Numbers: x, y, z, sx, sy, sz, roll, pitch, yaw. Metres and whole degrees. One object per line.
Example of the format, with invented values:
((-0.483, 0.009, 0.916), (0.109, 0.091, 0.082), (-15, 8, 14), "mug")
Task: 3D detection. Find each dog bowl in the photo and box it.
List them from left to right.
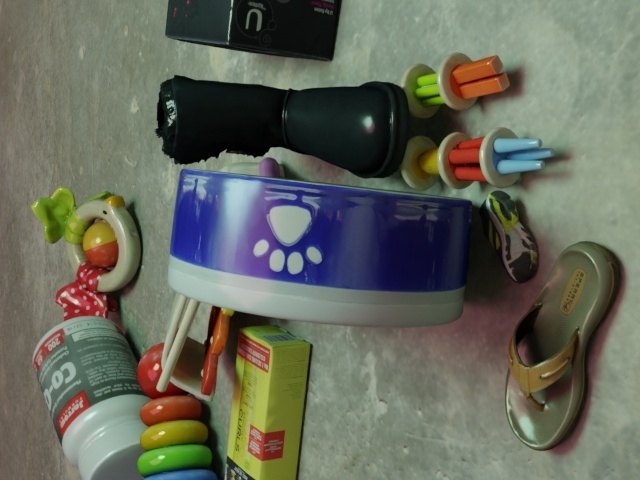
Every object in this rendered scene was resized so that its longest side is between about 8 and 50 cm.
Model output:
((0.000, 0.000, 0.689), (0.265, 0.265, 0.104), (12, 97, 53), "dog bowl")

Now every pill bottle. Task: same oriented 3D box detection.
((-0.357, 0.271, 1.258), (0.283, 0.161, 0.161), (50, 128, 41), "pill bottle")

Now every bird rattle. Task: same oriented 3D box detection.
((-0.402, 0.023, 1.353), (0.207, 0.143, 0.253), (-19, 78, 35), "bird rattle")

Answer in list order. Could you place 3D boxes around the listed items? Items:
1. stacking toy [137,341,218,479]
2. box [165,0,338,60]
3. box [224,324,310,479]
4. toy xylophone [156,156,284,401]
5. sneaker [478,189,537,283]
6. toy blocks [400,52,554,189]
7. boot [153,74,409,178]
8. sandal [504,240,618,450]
((-0.205, 0.308, 1.102), (0.141, 0.141, 0.330), (-35, 56, 48), "stacking toy")
((-0.070, -0.354, 0.879), (0.165, 0.143, 0.270), (23, 109, 51), "box")
((-0.069, 0.228, 0.956), (0.087, 0.058, 0.232), (20, 106, 53), "box")
((-0.129, 0.059, 0.946), (0.236, 0.081, 0.323), (-93, 23, -59), "toy xylophone")
((0.163, -0.002, 0.672), (0.035, 0.031, 0.083), (130, 127, -73), "sneaker")
((0.138, -0.107, 0.678), (0.148, 0.054, 0.123), (3, 93, 53), "toy blocks")
((-0.051, -0.113, 0.762), (0.246, 0.207, 0.094), (-153, 63, -66), "boot")
((0.184, 0.085, 0.623), (0.072, 0.049, 0.180), (35, 118, 48), "sandal")
